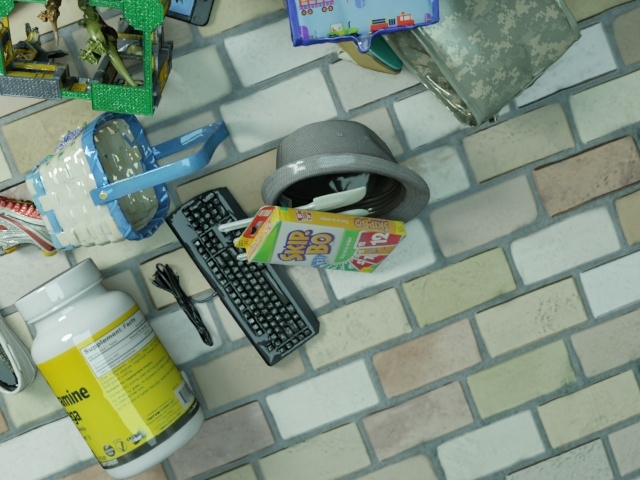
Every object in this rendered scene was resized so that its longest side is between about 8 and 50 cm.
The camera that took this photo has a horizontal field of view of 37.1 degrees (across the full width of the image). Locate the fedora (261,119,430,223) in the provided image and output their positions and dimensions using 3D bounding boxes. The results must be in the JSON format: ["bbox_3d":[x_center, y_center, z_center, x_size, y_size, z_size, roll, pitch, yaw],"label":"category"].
[{"bbox_3d":[0.034,-0.113,1.559,0.275,0.244,0.124,4,64,-20],"label":"fedora"}]

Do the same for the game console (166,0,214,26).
[{"bbox_3d":[-0.239,-0.427,1.542,0.144,0.085,0.124,16,95,-5],"label":"game console"}]

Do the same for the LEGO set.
[{"bbox_3d":[-0.361,-0.337,1.478,0.331,0.192,0.255,-1,127,5],"label":"LEGO set"}]

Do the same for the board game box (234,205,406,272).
[{"bbox_3d":[0.000,0.000,1.553,0.259,0.124,0.039,8,54,-26],"label":"board game box"}]

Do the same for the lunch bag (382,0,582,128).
[{"bbox_3d":[0.247,-0.351,1.537,0.235,0.169,0.287,-41,95,-6],"label":"lunch bag"}]

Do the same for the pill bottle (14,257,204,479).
[{"bbox_3d":[-0.349,0.205,1.559,0.188,0.188,0.334,-31,97,0],"label":"pill bottle"}]

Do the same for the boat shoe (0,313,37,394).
[{"bbox_3d":[-0.582,0.150,1.586,0.096,0.088,0.268,-35,98,1],"label":"boat shoe"}]

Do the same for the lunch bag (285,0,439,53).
[{"bbox_3d":[0.049,-0.422,1.392,0.220,0.138,0.293,-9,96,-2],"label":"lunch bag"}]

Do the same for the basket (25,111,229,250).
[{"bbox_3d":[-0.293,-0.107,1.494,0.288,0.255,0.201,-16,105,8],"label":"basket"}]

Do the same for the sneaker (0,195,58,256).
[{"bbox_3d":[-0.532,-0.025,1.569,0.225,0.088,0.093,11,97,-5],"label":"sneaker"}]

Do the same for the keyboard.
[{"bbox_3d":[-0.162,0.081,1.637,0.201,0.033,0.317,-35,97,1],"label":"keyboard"}]

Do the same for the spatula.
[{"bbox_3d":[-0.034,-0.017,1.557,0.242,0.168,0.019,-14,65,3],"label":"spatula"}]

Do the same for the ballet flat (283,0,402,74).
[{"bbox_3d":[0.036,-0.346,1.581,0.232,0.080,0.073,41,131,-16],"label":"ballet flat"}]
